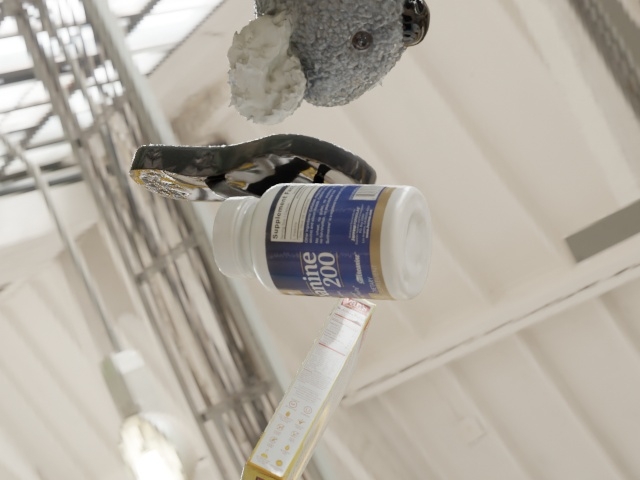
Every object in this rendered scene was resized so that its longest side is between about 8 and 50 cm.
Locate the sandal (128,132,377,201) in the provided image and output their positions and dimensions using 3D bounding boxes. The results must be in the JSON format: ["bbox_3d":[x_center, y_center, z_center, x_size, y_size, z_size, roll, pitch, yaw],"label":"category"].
[{"bbox_3d":[-0.058,-0.043,1.067,0.254,0.097,0.054,-1,-113,39],"label":"sandal"}]

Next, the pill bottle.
[{"bbox_3d":[0.000,0.000,0.735,0.120,0.067,0.067,2,-72,25],"label":"pill bottle"}]

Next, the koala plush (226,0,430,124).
[{"bbox_3d":[0.011,-0.192,0.846,0.203,0.196,0.221,20,-61,23],"label":"koala plush"}]

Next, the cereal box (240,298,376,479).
[{"bbox_3d":[-0.019,0.190,1.325,0.047,0.240,0.173,24,-39,8],"label":"cereal box"}]
